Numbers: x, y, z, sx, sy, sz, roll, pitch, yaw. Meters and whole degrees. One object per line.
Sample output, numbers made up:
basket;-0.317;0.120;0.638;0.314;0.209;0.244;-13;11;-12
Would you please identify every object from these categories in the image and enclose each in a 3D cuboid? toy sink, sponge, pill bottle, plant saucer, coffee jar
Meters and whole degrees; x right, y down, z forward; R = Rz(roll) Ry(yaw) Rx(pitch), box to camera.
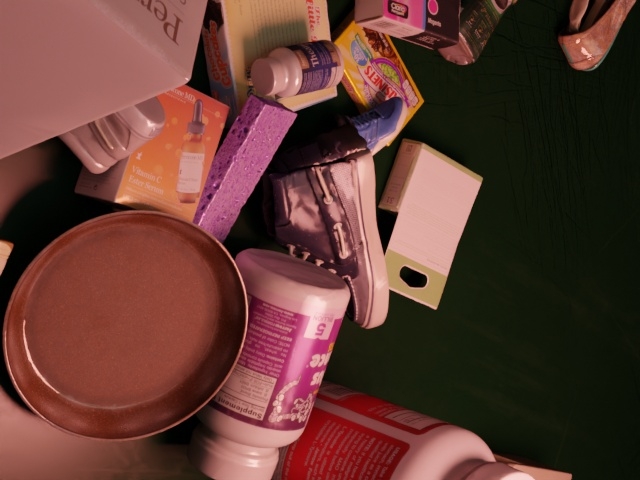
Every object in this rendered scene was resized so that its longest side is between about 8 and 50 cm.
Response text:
toy sink;0.329;0.466;2.160;0.234;0.131;0.153;19;86;-50
sponge;-0.112;-0.092;1.584;0.210;0.031;0.117;-59;164;8
pill bottle;-0.032;-0.228;1.593;0.120;0.067;0.067;-19;112;-39
pill bottle;-0.080;0.177;1.642;0.169;0.169;0.301;7;106;-45
plant saucer;-0.245;0.103;1.501;0.310;0.050;0.311;-9;113;-22
pill bottle;0.104;0.354;1.710;0.229;0.407;0.229;-12;108;-42
coffee jar;0.252;-0.378;1.920;0.184;0.079;0.096;-54;128;-20

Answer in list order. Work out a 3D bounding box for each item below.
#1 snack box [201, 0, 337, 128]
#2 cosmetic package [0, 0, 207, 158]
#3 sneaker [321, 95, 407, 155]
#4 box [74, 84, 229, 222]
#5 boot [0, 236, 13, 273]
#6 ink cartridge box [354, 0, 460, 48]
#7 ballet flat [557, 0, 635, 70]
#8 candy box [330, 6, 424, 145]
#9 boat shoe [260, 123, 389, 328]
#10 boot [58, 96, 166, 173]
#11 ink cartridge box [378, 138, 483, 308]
snack box;-0.078;-0.329;1.615;0.187;0.060;0.322;-23;115;-38
cosmetic package;-0.306;-0.337;1.105;0.329;0.327;0.394;37;50;-41
sneaker;0.058;-0.170;1.774;0.152;0.058;0.084;-45;133;1
box;-0.212;-0.116;1.512;0.130;0.091;0.170;22;84;-45
boot;-0.455;0.055;1.323;0.213;0.077;0.165;16;91;-46
ink cartridge box;0.133;-0.479;1.743;0.175;0.069;0.371;7;81;-45
ballet flat;0.524;-0.455;2.161;0.106;0.107;0.316;39;71;-28
candy box;0.082;-0.252;1.818;0.105;0.027;0.206;-50;130;-19
boat shoe;0.000;0.000;1.751;0.158;0.127;0.340;-18;122;-15
boot;-0.304;-0.200;1.397;0.258;0.123;0.095;54;22;-4
ink cartridge box;0.162;-0.025;1.931;0.171;0.056;0.235;24;85;-45
